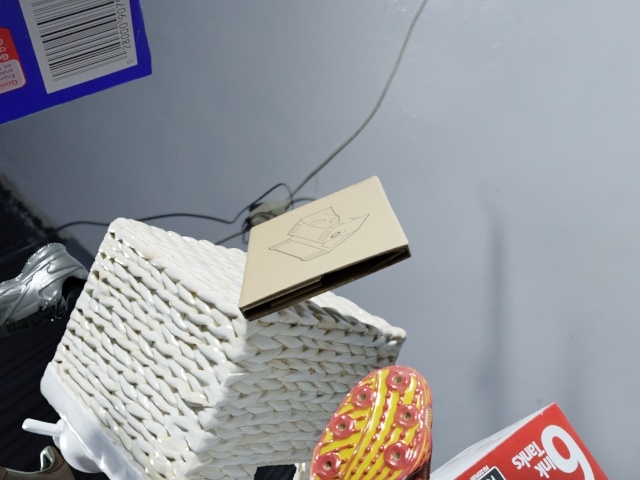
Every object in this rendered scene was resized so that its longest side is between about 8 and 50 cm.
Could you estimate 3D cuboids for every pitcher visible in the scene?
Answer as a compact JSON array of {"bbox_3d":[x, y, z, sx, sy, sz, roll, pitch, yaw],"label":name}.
[{"bbox_3d":[-0.454,0.363,1.253,0.207,0.178,0.125,-21,56,56],"label":"pitcher"}]

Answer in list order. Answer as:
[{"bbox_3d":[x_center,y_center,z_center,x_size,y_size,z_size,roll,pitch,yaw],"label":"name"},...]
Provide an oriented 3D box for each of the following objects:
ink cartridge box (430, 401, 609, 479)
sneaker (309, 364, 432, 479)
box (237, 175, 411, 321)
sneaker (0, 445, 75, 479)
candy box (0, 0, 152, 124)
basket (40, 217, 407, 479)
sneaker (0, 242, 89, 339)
[{"bbox_3d":[0.140,0.315,0.496,0.271,0.310,0.130,57,136,16],"label":"ink cartridge box"},{"bbox_3d":[0.028,0.154,0.359,0.064,0.067,0.175,2,67,29],"label":"sneaker"},{"bbox_3d":[0.000,0.000,0.689,0.165,0.201,0.021,-22,111,7],"label":"box"},{"bbox_3d":[-0.302,0.235,0.577,0.066,0.188,0.071,-34,71,30],"label":"sneaker"},{"bbox_3d":[-0.296,-0.205,0.407,0.317,0.268,0.122,57,158,19],"label":"candy box"},{"bbox_3d":[-0.124,0.164,0.885,0.331,0.328,0.266,25,95,41],"label":"basket"},{"bbox_3d":[-0.598,0.130,1.373,0.130,0.286,0.109,34,150,10],"label":"sneaker"}]
